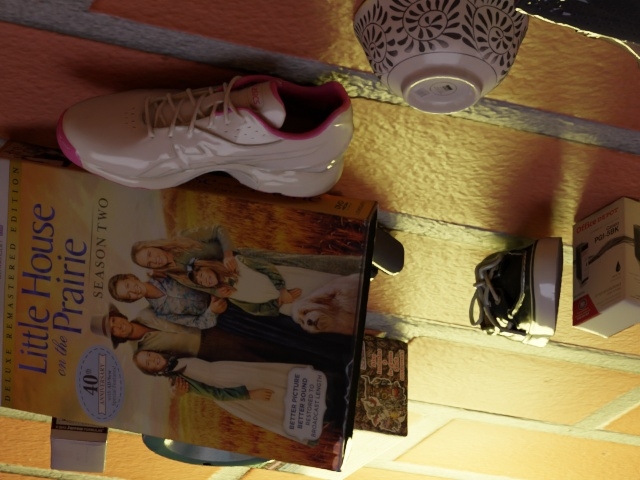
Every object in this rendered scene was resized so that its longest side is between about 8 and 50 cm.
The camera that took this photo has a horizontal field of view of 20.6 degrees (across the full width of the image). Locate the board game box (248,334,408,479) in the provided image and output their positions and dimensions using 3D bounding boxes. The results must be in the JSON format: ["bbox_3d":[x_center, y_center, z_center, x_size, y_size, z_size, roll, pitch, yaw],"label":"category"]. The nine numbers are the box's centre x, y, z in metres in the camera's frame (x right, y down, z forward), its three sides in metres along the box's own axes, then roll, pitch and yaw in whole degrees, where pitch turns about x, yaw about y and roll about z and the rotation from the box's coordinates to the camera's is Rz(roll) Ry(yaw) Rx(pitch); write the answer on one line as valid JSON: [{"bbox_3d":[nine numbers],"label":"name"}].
[{"bbox_3d":[-0.055,0.220,2.454,0.291,0.141,0.232,12,153,-21],"label":"board game box"}]

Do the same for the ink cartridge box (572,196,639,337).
[{"bbox_3d":[0.341,0.031,2.042,0.056,0.135,0.099,18,150,-26],"label":"ink cartridge box"}]

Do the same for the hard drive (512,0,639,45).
[{"bbox_3d":[0.314,-0.237,1.545,0.255,0.054,0.172,10,147,-19],"label":"hard drive"}]

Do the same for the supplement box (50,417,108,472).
[{"bbox_3d":[-0.295,0.158,2.214,0.073,0.239,0.130,6,154,-6],"label":"supplement box"}]

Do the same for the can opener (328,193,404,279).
[{"bbox_3d":[0.000,0.000,2.034,0.076,0.095,0.283,-14,151,31],"label":"can opener"}]

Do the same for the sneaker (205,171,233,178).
[{"bbox_3d":[-0.183,-0.035,1.998,0.234,0.078,0.106,-12,158,28],"label":"sneaker"}]

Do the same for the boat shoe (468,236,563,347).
[{"bbox_3d":[0.236,0.062,2.145,0.105,0.113,0.306,6,171,4],"label":"boat shoe"}]

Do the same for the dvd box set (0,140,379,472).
[{"bbox_3d":[-0.159,0.072,1.923,0.420,0.062,0.307,11,112,10],"label":"dvd box set"}]

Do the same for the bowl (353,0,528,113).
[{"bbox_3d":[0.115,-0.173,1.679,0.170,0.080,0.170,1,154,0],"label":"bowl"}]

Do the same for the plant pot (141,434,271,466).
[{"bbox_3d":[-0.117,0.129,2.128,0.272,0.255,0.271,1,154,0],"label":"plant pot"}]

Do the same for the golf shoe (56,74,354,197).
[{"bbox_3d":[-0.110,-0.124,1.781,0.306,0.115,0.140,1,148,-19],"label":"golf shoe"}]

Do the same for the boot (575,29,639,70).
[{"bbox_3d":[0.285,-0.198,1.674,0.087,0.042,0.118,8,154,0],"label":"boot"}]
